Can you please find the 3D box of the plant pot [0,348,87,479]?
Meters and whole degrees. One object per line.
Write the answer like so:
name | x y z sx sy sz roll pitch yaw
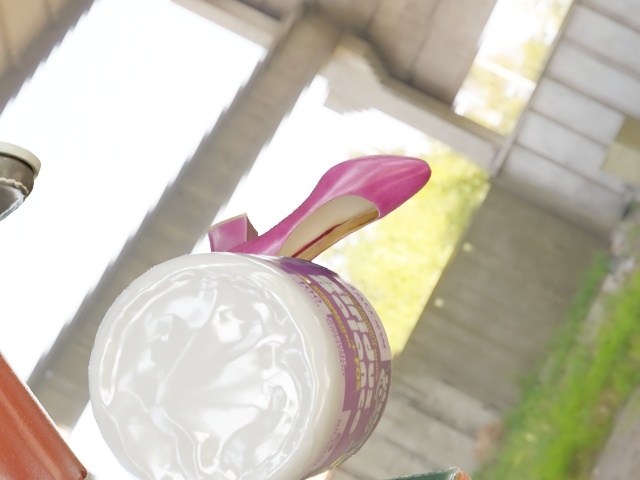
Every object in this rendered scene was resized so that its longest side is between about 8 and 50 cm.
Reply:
plant pot | -0.391 0.200 1.689 0.272 0.265 0.272 -41 2 2

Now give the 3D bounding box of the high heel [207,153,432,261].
high heel | 0.000 0.000 1.632 0.082 0.244 0.117 62 -166 -49

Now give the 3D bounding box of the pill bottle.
pill bottle | -0.040 0.094 1.214 0.169 0.169 0.301 -64 -12 5

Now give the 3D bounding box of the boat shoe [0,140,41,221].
boat shoe | -0.291 -0.009 1.205 0.081 0.227 0.069 37 -135 -43

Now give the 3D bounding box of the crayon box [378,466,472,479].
crayon box | 0.088 0.285 0.790 0.081 0.318 0.202 -15 37 30
